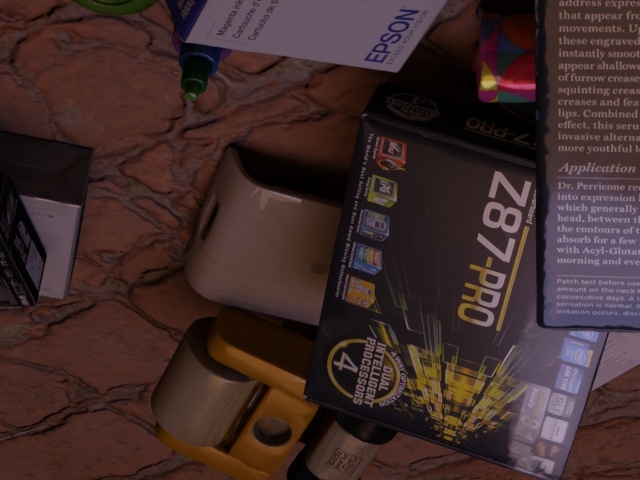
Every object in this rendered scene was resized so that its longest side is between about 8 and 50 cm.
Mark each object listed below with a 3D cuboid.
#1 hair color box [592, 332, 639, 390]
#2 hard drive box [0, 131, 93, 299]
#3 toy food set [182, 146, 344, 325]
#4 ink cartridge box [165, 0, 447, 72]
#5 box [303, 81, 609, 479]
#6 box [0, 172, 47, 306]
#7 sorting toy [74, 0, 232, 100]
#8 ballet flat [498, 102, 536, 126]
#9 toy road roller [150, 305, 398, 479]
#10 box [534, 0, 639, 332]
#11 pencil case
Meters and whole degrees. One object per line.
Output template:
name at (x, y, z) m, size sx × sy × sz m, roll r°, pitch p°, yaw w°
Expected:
hair color box at (0.249, 0.079, 2.011) m, size 0.185 × 0.110 × 0.338 m, roll -35°, pitch 137°, yaw 30°
hard drive box at (-0.388, -0.032, 2.035) m, size 0.181 × 0.089 × 0.232 m, roll 12°, pitch 147°, yaw -8°
toy food set at (0.000, 0.000, 2.040) m, size 0.306 × 0.092 × 0.220 m, roll 13°, pitch 136°, yaw -14°
ink cartridge box at (-0.013, -0.289, 1.533) m, size 0.330 × 0.071 × 0.324 m, roll 4°, pitch 150°, yaw -22°
box at (0.168, 0.052, 1.810) m, size 0.318 × 0.097 × 0.395 m, roll 17°, pitch 122°, yaw 8°
box at (-0.422, 0.001, 1.936) m, size 0.147 × 0.078 × 0.180 m, roll 0°, pitch 147°, yaw 9°
sorting toy at (-0.240, -0.248, 1.642) m, size 0.365 × 0.126 × 0.127 m, roll 31°, pitch 140°, yaw -32°
ballet flat at (0.270, -0.139, 1.781) m, size 0.206 × 0.073 × 0.067 m, roll 17°, pitch 160°, yaw -9°
toy road roller at (-0.042, 0.187, 2.173) m, size 0.329 × 0.241 × 0.202 m, roll 24°, pitch 124°, yaw -11°
box at (0.297, -0.157, 1.437) m, size 0.211 × 0.293 × 0.396 m, roll 1°, pitch 127°, yaw 9°
pencil case at (0.270, -0.189, 1.674) m, size 0.236 × 0.104 × 0.104 m, roll 2°, pitch 147°, yaw 9°
